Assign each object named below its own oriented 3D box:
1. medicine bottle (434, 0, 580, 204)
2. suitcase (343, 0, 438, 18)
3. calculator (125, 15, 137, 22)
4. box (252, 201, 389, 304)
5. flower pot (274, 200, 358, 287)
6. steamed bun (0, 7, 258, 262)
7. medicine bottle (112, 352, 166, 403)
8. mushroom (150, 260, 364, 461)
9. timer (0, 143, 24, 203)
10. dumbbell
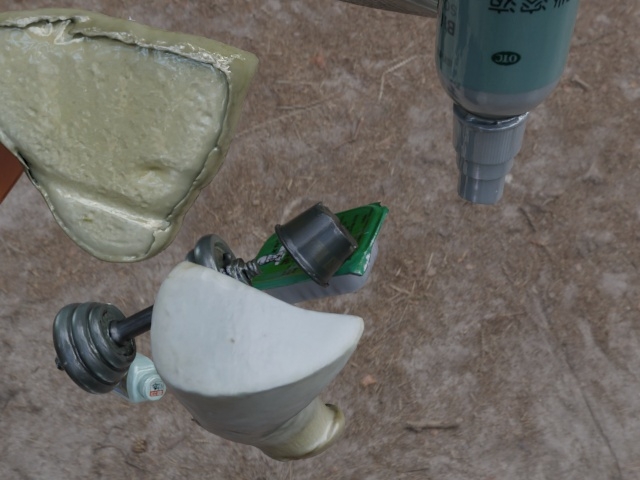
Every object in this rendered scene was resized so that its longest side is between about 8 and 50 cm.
[{"bbox_3d":[0.151,-0.171,0.549,0.110,0.352,0.110,-2,46,3],"label":"medicine bottle"},{"bbox_3d":[0.039,-0.311,0.678,0.202,0.312,0.128,20,108,22],"label":"suitcase"},{"bbox_3d":[-0.319,-0.293,1.121,0.100,0.175,0.032,-44,60,-10],"label":"calculator"},{"bbox_3d":[-0.001,0.051,1.506,0.336,0.106,0.264,-14,29,32],"label":"box"},{"bbox_3d":[0.000,0.000,1.285,0.106,0.157,0.157,-39,73,10],"label":"flower pot"},{"bbox_3d":[-0.179,-0.092,0.586,0.231,0.213,0.110,13,27,1],"label":"steamed bun"},{"bbox_3d":[-0.494,0.363,1.761,0.083,0.228,0.121,-3,98,-43],"label":"medicine bottle"},{"bbox_3d":[-0.057,0.153,0.692,0.177,0.397,0.126,12,66,6],"label":"mushroom"},{"bbox_3d":[-0.433,-0.095,0.642,0.257,0.161,0.250,25,79,19],"label":"timer"},{"bbox_3d":[-0.288,0.131,1.167,0.406,0.179,0.179,-26,71,6],"label":"dumbbell"}]
